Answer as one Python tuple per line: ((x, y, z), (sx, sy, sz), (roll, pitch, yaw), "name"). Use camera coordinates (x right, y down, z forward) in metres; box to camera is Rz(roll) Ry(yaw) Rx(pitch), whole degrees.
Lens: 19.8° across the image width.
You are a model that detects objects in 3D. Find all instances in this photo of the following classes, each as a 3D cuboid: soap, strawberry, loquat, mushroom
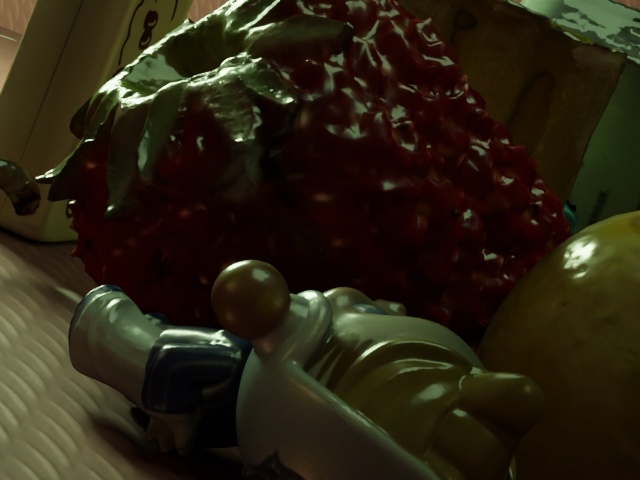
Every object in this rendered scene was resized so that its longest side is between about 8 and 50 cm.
((0.093, -0.044, 1.461), (0.199, 0.315, 0.091), (20, 6, -9), "soap")
((-0.001, 0.000, 1.205), (0.343, 0.292, 0.292), (55, -8, -24), "strawberry")
((0.190, 0.102, 1.066), (0.244, 0.244, 0.244), (22, 6, -3), "loquat")
((-0.257, -0.036, 1.277), (0.129, 0.073, 0.088), (27, -13, -26), "mushroom")

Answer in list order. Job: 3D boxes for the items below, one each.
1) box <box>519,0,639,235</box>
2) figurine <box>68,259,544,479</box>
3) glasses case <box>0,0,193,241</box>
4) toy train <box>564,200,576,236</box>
((0.308, -0.005, 1.666), (0.396, 0.396, 0.111), (24, 43, 9), "box")
((-0.024, 0.079, 0.936), (0.274, 0.133, 0.194), (19, -18, 22), "figurine")
((-0.170, -0.165, 1.445), (0.076, 0.336, 0.144), (24, 8, 11), "glasses case")
((0.125, 0.019, 1.577), (0.163, 0.203, 0.112), (31, 12, -1), "toy train")
